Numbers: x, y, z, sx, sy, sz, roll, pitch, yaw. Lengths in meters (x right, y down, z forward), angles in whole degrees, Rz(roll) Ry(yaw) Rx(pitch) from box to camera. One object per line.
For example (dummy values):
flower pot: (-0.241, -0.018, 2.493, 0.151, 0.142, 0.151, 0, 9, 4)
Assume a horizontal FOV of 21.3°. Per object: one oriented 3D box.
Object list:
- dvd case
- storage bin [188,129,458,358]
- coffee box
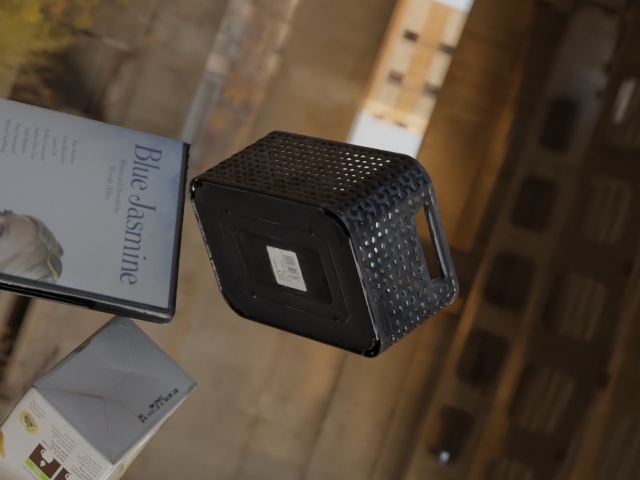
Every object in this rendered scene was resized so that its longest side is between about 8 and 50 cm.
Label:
dvd case: (-0.238, -0.034, 1.441, 0.022, 0.253, 0.180, 127, -29, -53)
storage bin: (0.000, 0.000, 1.235, 0.084, 0.180, 0.122, -33, 120, -32)
coffee box: (-0.230, 0.194, 1.484, 0.246, 0.098, 0.141, -50, 175, 37)
